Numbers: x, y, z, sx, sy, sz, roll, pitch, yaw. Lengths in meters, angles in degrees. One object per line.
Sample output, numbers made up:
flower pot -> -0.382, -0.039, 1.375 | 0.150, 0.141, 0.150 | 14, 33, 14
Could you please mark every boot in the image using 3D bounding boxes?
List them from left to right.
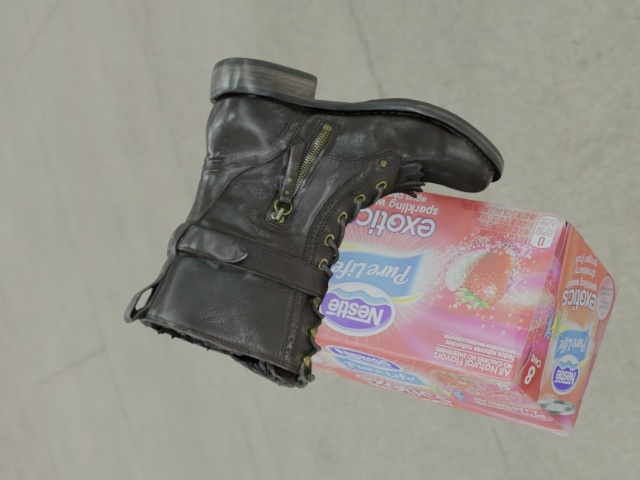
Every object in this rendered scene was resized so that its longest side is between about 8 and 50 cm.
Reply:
boot -> 0.000, 0.000, 1.034 | 0.091, 0.263, 0.228 | 142, 141, -71

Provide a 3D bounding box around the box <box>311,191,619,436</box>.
box -> 0.075, 0.046, 1.158 | 0.300, 0.154, 0.142 | 12, 73, 32
